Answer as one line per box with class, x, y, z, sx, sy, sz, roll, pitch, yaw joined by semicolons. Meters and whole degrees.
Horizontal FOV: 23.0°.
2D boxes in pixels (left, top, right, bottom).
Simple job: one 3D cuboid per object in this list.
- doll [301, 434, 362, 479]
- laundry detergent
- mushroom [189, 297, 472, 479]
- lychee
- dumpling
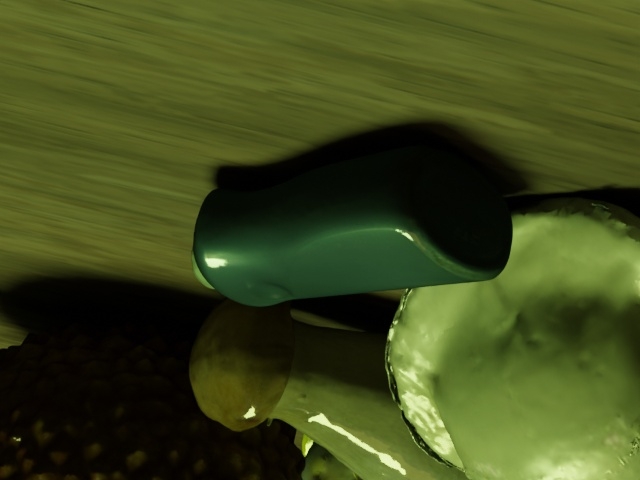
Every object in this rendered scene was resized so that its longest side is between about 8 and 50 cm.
doll;0.024;0.173;1.212;0.081;0.129;0.207;5;-179;-2
laundry detergent;0.000;-0.001;0.856;0.206;0.061;0.096;-10;157;44
mushroom;0.075;0.126;1.064;0.350;0.128;0.128;23;156;-20
lychee;-0.137;0.174;1.134;0.267;0.267;0.267;9;159;4
dumpling;0.131;0.056;0.863;0.247;0.142;0.172;-30;105;41
